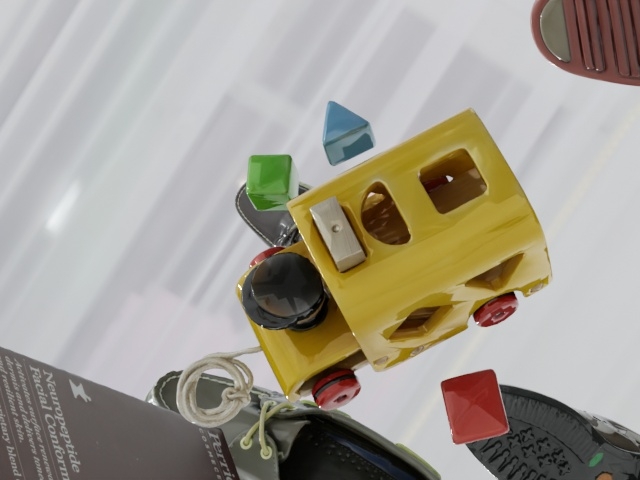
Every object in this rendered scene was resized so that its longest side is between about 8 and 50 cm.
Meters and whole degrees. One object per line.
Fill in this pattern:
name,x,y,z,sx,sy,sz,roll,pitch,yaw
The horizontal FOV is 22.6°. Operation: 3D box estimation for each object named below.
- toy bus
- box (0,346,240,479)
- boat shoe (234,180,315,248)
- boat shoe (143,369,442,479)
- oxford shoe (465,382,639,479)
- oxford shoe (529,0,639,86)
toy bus,0.023,0.012,0.866,0.191,0.202,0.104,13,160,18
box,-0.194,0.214,1.201,0.381,0.143,0.191,33,-151,-58
boat shoe,0.000,0.000,1.122,0.152,0.056,0.049,31,-171,18
boat shoe,-0.020,0.188,1.426,0.305,0.109,0.091,26,146,10
oxford shoe,0.198,0.171,1.292,0.227,0.083,0.096,28,-171,-20
oxford shoe,0.338,-0.209,1.294,0.348,0.123,0.130,-9,-153,3
